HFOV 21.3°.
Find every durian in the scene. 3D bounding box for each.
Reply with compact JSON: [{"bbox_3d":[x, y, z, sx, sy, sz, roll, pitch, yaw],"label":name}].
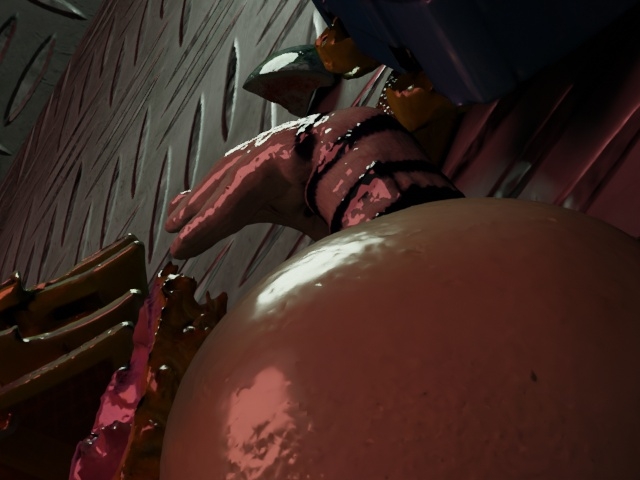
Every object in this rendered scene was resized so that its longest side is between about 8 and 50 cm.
[{"bbox_3d":[-0.075,0.165,0.874,0.191,0.112,0.341,135,152,-60],"label":"durian"}]

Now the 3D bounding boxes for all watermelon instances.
[{"bbox_3d":[-0.014,-0.128,1.395,0.085,0.085,0.061,-103,1,-65],"label":"watermelon"}]

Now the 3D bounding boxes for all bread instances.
[{"bbox_3d":[0.053,-0.067,1.087,0.094,0.035,0.090,-67,16,-8],"label":"bread"}]

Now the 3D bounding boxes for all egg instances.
[{"bbox_3d":[0.021,0.080,0.718,0.264,0.174,0.286,-58,13,9],"label":"egg"}]

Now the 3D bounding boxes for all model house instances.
[{"bbox_3d":[-0.250,0.107,1.189,0.313,0.357,0.242,-60,14,19],"label":"model house"}]

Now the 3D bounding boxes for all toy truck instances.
[{"bbox_3d":[0.059,-0.184,1.001,0.162,0.161,0.385,-33,16,-3],"label":"toy truck"}]

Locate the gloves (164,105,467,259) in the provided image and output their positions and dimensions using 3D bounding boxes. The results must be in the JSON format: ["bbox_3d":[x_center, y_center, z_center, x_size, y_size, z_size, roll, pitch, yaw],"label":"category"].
[{"bbox_3d":[0.006,-0.014,0.944,0.131,0.140,0.218,-56,33,6],"label":"gloves"}]
